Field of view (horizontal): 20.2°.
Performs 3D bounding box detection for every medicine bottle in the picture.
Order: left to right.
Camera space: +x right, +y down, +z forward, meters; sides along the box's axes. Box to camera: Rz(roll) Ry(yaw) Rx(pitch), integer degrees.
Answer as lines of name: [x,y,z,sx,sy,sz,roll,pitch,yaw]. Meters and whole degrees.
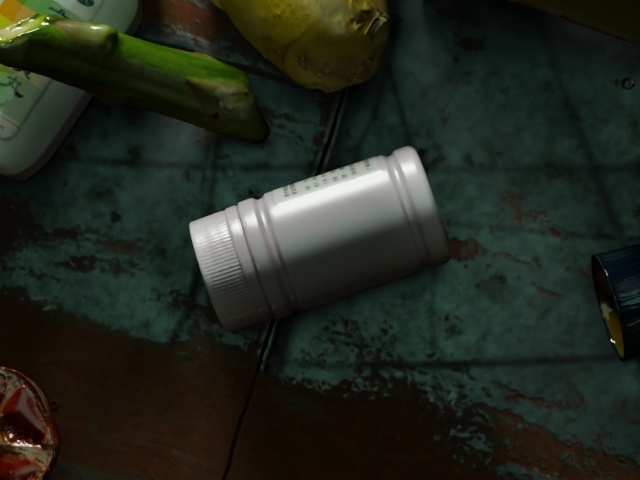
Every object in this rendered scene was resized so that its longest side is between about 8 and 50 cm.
medicine bottle: [-0.299,-0.236,1.919,0.179,0.124,0.324,34,85,2]
medicine bottle: [0.000,0.000,1.867,0.250,0.133,0.133,-19,83,0]

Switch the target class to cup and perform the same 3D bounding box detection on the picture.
cup: [0.365,0.062,1.863,0.138,0.150,0.113,-15,48,0]

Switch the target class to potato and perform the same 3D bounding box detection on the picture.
potato: [-0.035,-0.288,1.900,0.173,0.140,0.300,-42,77,5]

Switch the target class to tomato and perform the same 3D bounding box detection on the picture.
tomato: [-0.349,0.204,1.895,0.156,0.069,0.155,0,87,3]

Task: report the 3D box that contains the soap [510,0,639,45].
soap: [0.269,-0.374,1.822,0.335,0.156,0.293,16,72,-19]

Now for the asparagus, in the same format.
asparagus: [-0.202,-0.177,1.858,0.343,0.082,0.085,17,94,-27]
